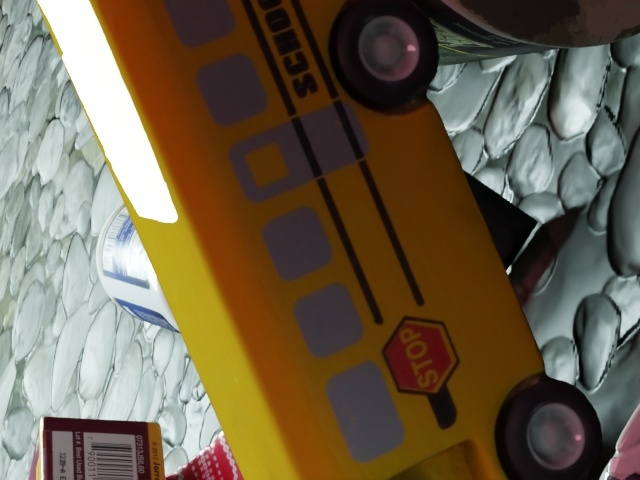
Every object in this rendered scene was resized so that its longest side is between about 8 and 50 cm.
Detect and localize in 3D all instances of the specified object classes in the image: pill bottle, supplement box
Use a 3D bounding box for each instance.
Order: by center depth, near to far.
[{"bbox_3d":[-0.077,0.016,1.090,0.169,0.094,0.094,11,86,64],"label":"pill bottle"},{"bbox_3d":[-0.157,0.213,1.103,0.104,0.080,0.188,-99,21,-43],"label":"supplement box"}]

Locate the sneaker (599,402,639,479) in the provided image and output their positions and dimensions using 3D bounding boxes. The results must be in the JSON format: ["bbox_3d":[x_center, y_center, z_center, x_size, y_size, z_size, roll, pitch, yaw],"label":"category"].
[{"bbox_3d":[0.105,0.155,0.583,0.094,0.153,0.235,30,81,33],"label":"sneaker"}]

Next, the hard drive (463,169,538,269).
[{"bbox_3d":[0.032,-0.009,0.865,0.094,0.135,0.022,-60,-12,27],"label":"hard drive"}]

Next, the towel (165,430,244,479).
[{"bbox_3d":[-0.027,0.172,0.978,0.275,0.031,0.199,-45,39,45],"label":"towel"}]

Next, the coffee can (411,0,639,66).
[{"bbox_3d":[0.044,-0.184,0.839,0.275,0.201,0.202,1,77,63],"label":"coffee can"}]

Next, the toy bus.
[{"bbox_3d":[0.000,0.000,0.730,0.333,0.130,0.108,67,157,-3],"label":"toy bus"}]
